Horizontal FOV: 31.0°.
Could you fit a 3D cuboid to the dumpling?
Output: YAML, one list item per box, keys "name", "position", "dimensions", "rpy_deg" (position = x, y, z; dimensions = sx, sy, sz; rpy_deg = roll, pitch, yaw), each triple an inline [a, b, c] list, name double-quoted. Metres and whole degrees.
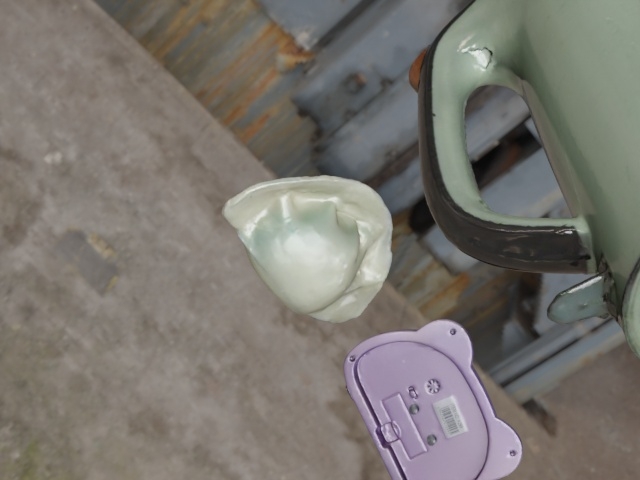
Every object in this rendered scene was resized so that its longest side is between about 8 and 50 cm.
- name: "dumpling"
  position: [0.000, 0.000, 0.465]
  dimensions: [0.077, 0.059, 0.043]
  rpy_deg: [51, 15, -12]

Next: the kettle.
- name: "kettle"
  position: [0.168, -0.065, 0.608]
  dimensions: [0.165, 0.240, 0.255]
  rpy_deg: [68, 6, -47]

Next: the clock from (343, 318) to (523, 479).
- name: "clock"
  position: [0.094, 0.137, 0.933]
  dimensions: [0.152, 0.110, 0.050]
  rpy_deg: [64, 13, 4]
